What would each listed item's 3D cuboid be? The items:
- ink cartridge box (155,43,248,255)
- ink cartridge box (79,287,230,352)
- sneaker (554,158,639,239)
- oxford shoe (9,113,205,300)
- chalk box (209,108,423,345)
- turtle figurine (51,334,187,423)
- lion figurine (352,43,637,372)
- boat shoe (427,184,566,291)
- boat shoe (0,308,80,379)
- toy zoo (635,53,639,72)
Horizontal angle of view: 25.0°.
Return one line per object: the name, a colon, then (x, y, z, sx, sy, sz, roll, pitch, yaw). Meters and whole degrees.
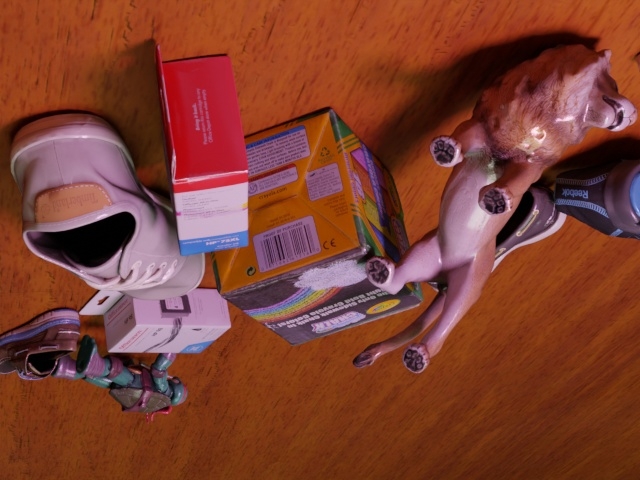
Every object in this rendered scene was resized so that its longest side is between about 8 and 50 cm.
ink cartridge box: (-0.119, -0.092, 1.458, 0.078, 0.134, 0.231, -8, 158, -7)
ink cartridge box: (-0.228, 0.110, 1.975, 0.180, 0.060, 0.104, 3, 154, -31)
sneaker: (0.440, -0.056, 1.885, 0.139, 0.125, 0.341, 5, 175, 42)
oxford shoe: (-0.236, 0.004, 1.641, 0.169, 0.130, 0.449, -15, 158, 3)
chalk box: (0.000, 0.000, 1.682, 0.180, 0.179, 0.289, -18, 157, 14)
turtle figurine: (-0.266, 0.191, 2.091, 0.234, 0.118, 0.175, 17, 144, -40)
lion figurine: (0.172, -0.037, 1.556, 0.240, 0.142, 0.392, -37, 164, -54)
boat shoe: (0.215, -0.006, 1.903, 0.228, 0.081, 0.068, -35, 146, 30)
boat shoe: (-0.399, 0.156, 1.992, 0.066, 0.066, 0.183, 10, 149, -42)
toy zoo: (0.519, -0.228, 1.584, 0.293, 0.030, 0.192, 1, 154, -27)
